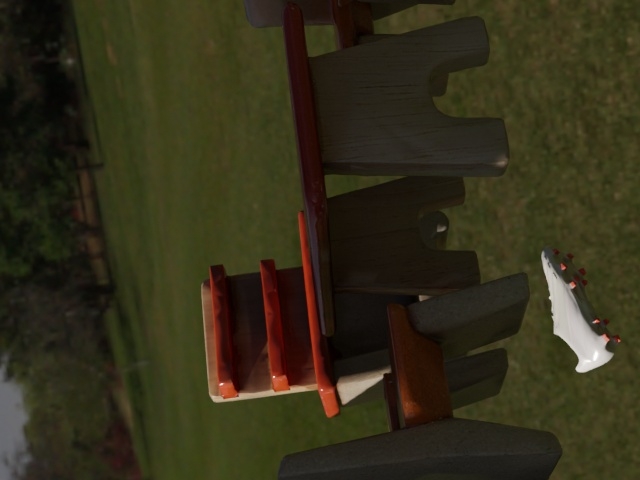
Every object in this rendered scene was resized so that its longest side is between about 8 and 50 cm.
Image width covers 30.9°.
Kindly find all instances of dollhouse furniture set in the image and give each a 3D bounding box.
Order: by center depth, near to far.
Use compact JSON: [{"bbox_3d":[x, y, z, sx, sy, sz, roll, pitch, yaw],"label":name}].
[{"bbox_3d":[0.000,0.000,0.510,0.259,0.135,0.262,84,179,-66],"label":"dollhouse furniture set"}]

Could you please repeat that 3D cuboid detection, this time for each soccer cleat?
[{"bbox_3d":[0.350,0.093,1.635,0.076,0.068,0.196,-45,50,31],"label":"soccer cleat"}]
